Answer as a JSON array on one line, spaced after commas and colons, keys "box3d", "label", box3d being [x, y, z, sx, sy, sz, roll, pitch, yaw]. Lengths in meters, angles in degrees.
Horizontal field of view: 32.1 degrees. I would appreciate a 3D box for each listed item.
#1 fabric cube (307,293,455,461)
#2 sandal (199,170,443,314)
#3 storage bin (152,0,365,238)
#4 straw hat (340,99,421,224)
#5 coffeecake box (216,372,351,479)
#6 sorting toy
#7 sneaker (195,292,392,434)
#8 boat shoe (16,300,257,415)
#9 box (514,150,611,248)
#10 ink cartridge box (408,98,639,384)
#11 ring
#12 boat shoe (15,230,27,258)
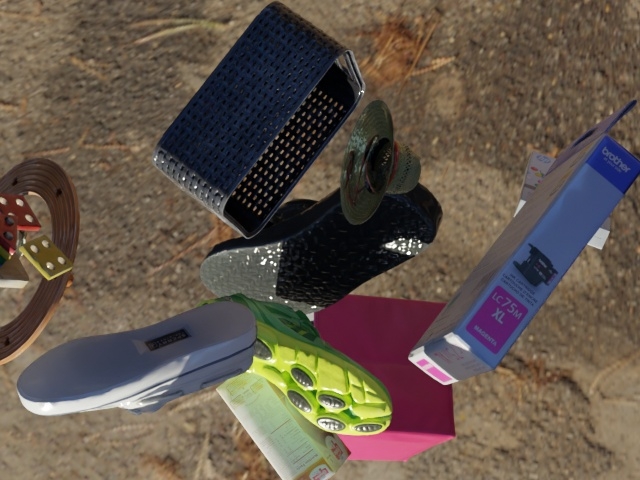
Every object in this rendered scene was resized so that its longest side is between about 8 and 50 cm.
[{"box3d": [0.075, 0.256, 2.027, 0.258, 0.259, 0.254, 6, 157, -17], "label": "fabric cube"}, {"box3d": [0.003, 0.001, 1.560, 0.167, 0.107, 0.445, 42, 139, -24], "label": "sandal"}, {"box3d": [-0.052, -0.104, 0.986, 0.084, 0.122, 0.180, 36, 86, 16], "label": "storage bin"}, {"box3d": [0.076, -0.080, 1.212, 0.061, 0.144, 0.144, 9, 119, -20], "label": "straw hat"}, {"box3d": [-0.047, 0.251, 1.537, 0.068, 0.142, 0.185, -38, 84, 8], "label": "coffeecake box"}, {"box3d": [-0.344, -0.021, 1.077, 0.046, 0.274, 0.132, -44, 64, 21], "label": "sorting toy"}, {"box3d": [-0.026, 0.142, 1.437, 0.295, 0.123, 0.109, 29, 124, 19], "label": "sneaker"}, {"box3d": [-0.185, 0.144, 1.172, 0.258, 0.095, 0.084, -14, 128, -18], "label": "boat shoe"}, {"box3d": [0.391, -0.068, 1.774, 0.145, 0.186, 0.038, 21, 121, 6], "label": "box"}, {"box3d": [0.220, 0.006, 1.143, 0.065, 0.186, 0.311, 37, 76, 0], "label": "ink cartridge box"}, {"box3d": [-0.476, 0.033, 1.748, 0.336, 0.337, 0.032, -37, 140, 27], "label": "ring"}, {"box3d": [-0.574, -0.011, 2.022, 0.077, 0.070, 0.219, 30, 148, -1], "label": "boat shoe"}]
